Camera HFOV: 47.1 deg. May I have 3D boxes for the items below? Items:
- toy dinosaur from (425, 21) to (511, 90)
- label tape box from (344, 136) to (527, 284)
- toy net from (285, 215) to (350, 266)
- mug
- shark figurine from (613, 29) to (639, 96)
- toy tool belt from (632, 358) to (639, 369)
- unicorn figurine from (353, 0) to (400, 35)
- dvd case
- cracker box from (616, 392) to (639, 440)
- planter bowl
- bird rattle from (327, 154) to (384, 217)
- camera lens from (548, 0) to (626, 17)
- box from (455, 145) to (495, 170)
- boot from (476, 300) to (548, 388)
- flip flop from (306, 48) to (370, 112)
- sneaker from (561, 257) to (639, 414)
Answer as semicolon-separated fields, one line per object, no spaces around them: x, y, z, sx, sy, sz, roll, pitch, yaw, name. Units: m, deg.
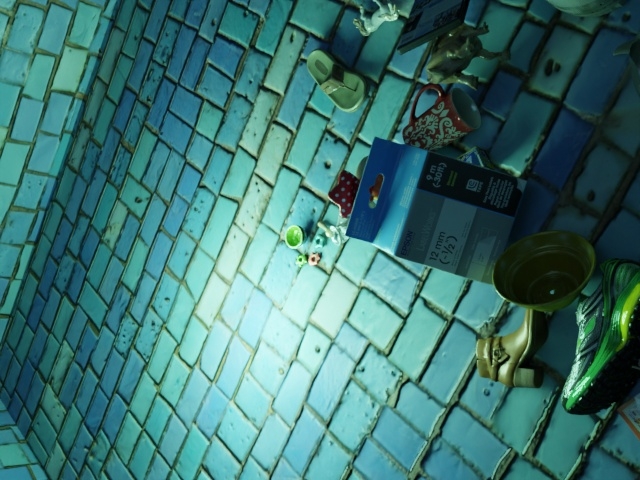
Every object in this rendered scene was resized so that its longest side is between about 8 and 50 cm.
0.306;-0.433;1.732;0.200;0.296;0.127;7;134;45;toy dinosaur
0.256;-0.069;1.663;0.115;0.347;0.249;-100;27;-80;label tape box
0.000;0.000;2.060;0.232;0.045;0.122;-16;75;39;toy net
0.285;-0.296;1.799;0.169;0.113;0.150;-32;75;40;mug
0.657;-0.345;1.472;0.166;0.116;0.278;-11;76;42;shark figurine
0.650;0.238;1.434;0.051;0.083;0.052;-10;88;54;toy tool belt
0.160;-0.617;1.989;0.162;0.060;0.111;-47;56;47;unicorn figurine
0.288;-0.566;1.792;0.180;0.022;0.253;-18;38;39;dvd case
0.705;0.318;1.380;0.232;0.067;0.156;-47;58;28;cracker box
0.485;0.085;1.563;0.217;0.090;0.217;-22;35;16;planter bowl
0.123;-0.118;1.847;0.143;0.253;0.207;-12;53;40;bird rattle
0.523;-0.598;1.510;0.219;0.274;0.220;-5;82;41;camera lens
0.332;-0.158;1.776;0.169;0.054;0.059;-33;64;35;box
0.422;0.228;1.643;0.152;0.073;0.197;2;84;46;boot
0.035;-0.454;2.058;0.112;0.080;0.277;-55;54;23;flip flop
0.577;0.198;1.487;0.146;0.134;0.344;36;107;54;sneaker
